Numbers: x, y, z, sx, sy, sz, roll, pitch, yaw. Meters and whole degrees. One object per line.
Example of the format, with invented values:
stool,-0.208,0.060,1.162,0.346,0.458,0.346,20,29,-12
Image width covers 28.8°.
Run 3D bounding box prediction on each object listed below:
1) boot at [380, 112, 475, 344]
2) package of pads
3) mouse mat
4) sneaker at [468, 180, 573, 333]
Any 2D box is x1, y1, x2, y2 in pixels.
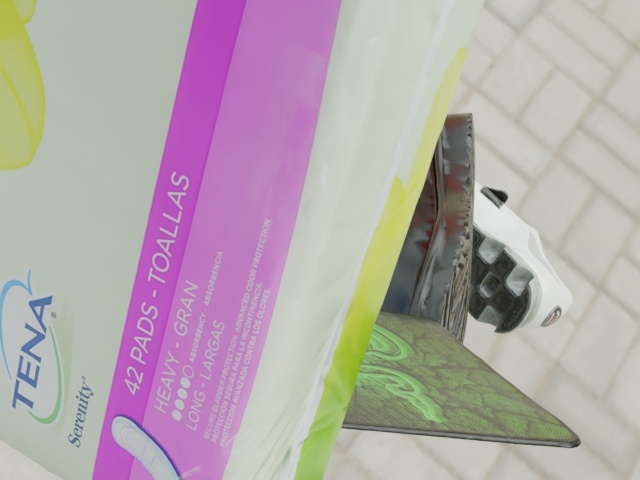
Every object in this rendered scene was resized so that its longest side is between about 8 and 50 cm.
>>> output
boot,0.000,0.003,1.082,0.260,0.131,0.348,1,33,8
package of pads,-0.076,-0.060,0.431,0.229,0.296,0.101,27,29,19
mouse mat,0.026,0.061,0.634,0.152,0.189,0.007,8,101,-22
sneaker,0.198,-0.008,1.607,0.146,0.122,0.330,2,44,-46
